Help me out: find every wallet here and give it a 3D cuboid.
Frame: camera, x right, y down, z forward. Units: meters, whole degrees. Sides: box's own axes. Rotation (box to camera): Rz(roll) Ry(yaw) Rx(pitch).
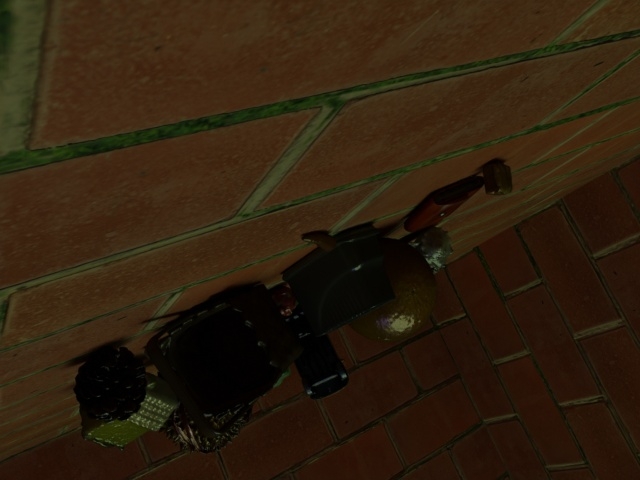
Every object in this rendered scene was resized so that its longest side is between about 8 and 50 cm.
[{"bbox_3d":[0.291,-0.083,1.578,0.142,0.045,0.204,-22,169,-18],"label":"wallet"}]

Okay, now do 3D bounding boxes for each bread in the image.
[{"bbox_3d":[0.395,-0.136,1.484,0.053,0.074,0.132,-10,176,24],"label":"bread"}]

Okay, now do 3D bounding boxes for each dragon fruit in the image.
[{"bbox_3d":[-0.102,0.162,1.791,0.081,0.086,0.116,-67,168,11],"label":"dragon fruit"}]

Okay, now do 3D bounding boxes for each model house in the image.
[{"bbox_3d":[-0.526,0.457,1.856,0.234,0.175,0.193,-24,144,14],"label":"model house"}]

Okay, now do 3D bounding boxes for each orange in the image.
[{"bbox_3d":[0.161,0.126,1.705,0.274,0.274,0.274,-25,170,-5],"label":"orange"}]

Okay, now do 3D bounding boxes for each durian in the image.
[{"bbox_3d":[-0.363,0.484,2.081,0.347,0.348,0.384,-19,176,-32],"label":"durian"}]

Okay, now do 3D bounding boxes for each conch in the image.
[{"bbox_3d":[0.300,0.034,2.058,0.178,0.163,0.245,12,176,-17],"label":"conch"}]

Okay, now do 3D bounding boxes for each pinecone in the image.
[{"bbox_3d":[-0.458,0.309,1.472,0.163,0.163,0.165,-17,149,-39],"label":"pinecone"}]

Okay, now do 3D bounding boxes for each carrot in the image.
[{"bbox_3d":[0.000,0.000,1.334,0.035,0.035,0.142,-28,163,17],"label":"carrot"}]

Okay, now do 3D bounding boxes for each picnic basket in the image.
[{"bbox_3d":[-0.231,0.270,1.509,0.291,0.254,0.321,-32,-178,28],"label":"picnic basket"}]

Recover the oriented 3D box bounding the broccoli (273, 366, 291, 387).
[{"bbox_3d":[-0.204,0.324,1.855,0.294,0.245,0.265,-29,138,-21],"label":"broccoli"}]

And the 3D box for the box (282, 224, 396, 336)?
[{"bbox_3d":[0.052,0.097,1.541,0.138,0.178,0.274,-17,168,-43],"label":"box"}]

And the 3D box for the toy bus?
[{"bbox_3d":[-0.027,0.332,2.130,0.145,0.331,0.151,-26,174,4],"label":"toy bus"}]

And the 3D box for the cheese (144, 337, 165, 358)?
[{"bbox_3d":[-0.413,0.293,1.810,0.097,0.037,0.192,-24,169,-3],"label":"cheese"}]
